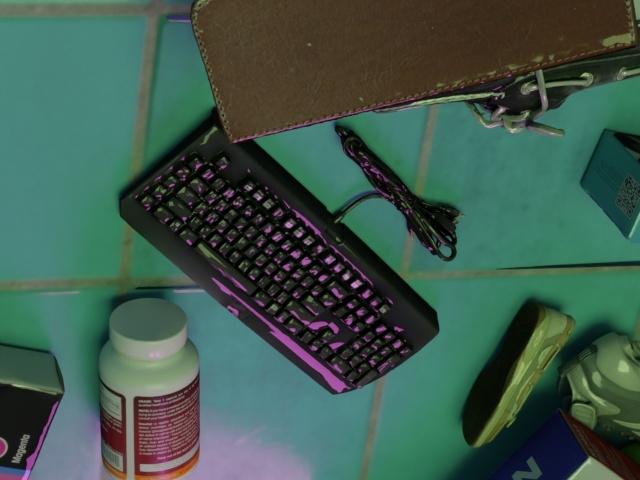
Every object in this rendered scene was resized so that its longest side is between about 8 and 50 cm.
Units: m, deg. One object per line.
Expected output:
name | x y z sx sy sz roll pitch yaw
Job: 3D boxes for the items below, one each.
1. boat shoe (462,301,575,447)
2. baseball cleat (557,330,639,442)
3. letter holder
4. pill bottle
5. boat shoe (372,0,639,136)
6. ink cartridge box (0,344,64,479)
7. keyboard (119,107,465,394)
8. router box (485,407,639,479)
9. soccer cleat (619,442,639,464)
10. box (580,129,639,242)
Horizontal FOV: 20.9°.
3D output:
boat shoe | 0.181 0.129 1.600 0.048 0.056 0.153 19 107 -23
baseball cleat | 0.296 0.164 1.666 0.109 0.072 0.206 -30 123 19
letter holder | 0.050 -0.226 1.230 0.301 0.152 0.214 -13 124 3
pill bottle | -0.144 0.128 1.465 0.086 0.086 0.152 -7 124 -15
boat shoe | 0.161 -0.137 1.384 0.306 0.113 0.105 -19 112 -18
ink cartridge box | -0.410 0.146 1.402 0.370 0.069 0.176 13 116 -24
keyboard | 0.000 0.000 1.467 0.201 0.033 0.317 -42 126 9
router box | 0.225 0.363 1.677 0.301 0.082 0.335 36 104 -30
soccer cleat | 0.315 0.282 1.744 0.072 0.060 0.179 -1 119 -20
box | 0.361 -0.032 1.529 0.244 0.100 0.060 8 117 -24
